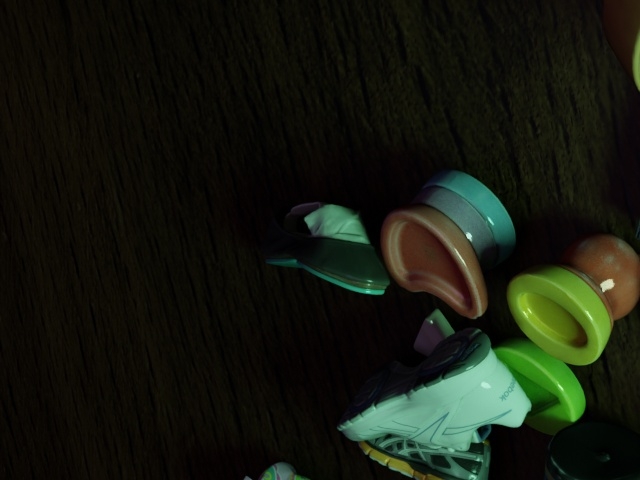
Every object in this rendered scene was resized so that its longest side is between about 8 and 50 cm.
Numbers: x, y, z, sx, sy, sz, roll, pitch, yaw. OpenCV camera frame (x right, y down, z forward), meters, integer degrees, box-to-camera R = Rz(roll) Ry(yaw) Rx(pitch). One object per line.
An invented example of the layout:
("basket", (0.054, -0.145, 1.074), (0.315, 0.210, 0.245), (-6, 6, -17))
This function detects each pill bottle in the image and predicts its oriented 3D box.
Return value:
("pill bottle", (0.310, 0.323, 1.330), (0.123, 0.123, 0.219), (20, 126, 36))

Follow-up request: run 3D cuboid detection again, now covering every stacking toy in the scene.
("stacking toy", (0.229, 0.062, 1.372), (0.309, 0.130, 0.279), (31, 149, 34))

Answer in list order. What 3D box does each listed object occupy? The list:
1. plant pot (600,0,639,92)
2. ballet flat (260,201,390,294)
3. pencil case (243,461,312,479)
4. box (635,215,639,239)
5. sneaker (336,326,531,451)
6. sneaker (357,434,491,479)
("plant pot", (0.345, -0.284, 1.024), (0.291, 0.291, 0.203), (-56, 49, 37))
("ballet flat", (0.000, 0.000, 1.489), (0.280, 0.095, 0.096), (14, 95, 60))
("pencil case", (0.013, 0.419, 1.634), (0.284, 0.124, 0.124), (31, 123, 29))
("box", (0.439, -0.047, 1.145), (0.232, 0.059, 0.183), (27, 118, 33))
("sneaker", (0.127, 0.208, 1.425), (0.129, 0.111, 0.297), (46, 145, -11))
("sneaker", (0.136, 0.267, 1.515), (0.215, 0.084, 0.083), (17, 86, 43))
